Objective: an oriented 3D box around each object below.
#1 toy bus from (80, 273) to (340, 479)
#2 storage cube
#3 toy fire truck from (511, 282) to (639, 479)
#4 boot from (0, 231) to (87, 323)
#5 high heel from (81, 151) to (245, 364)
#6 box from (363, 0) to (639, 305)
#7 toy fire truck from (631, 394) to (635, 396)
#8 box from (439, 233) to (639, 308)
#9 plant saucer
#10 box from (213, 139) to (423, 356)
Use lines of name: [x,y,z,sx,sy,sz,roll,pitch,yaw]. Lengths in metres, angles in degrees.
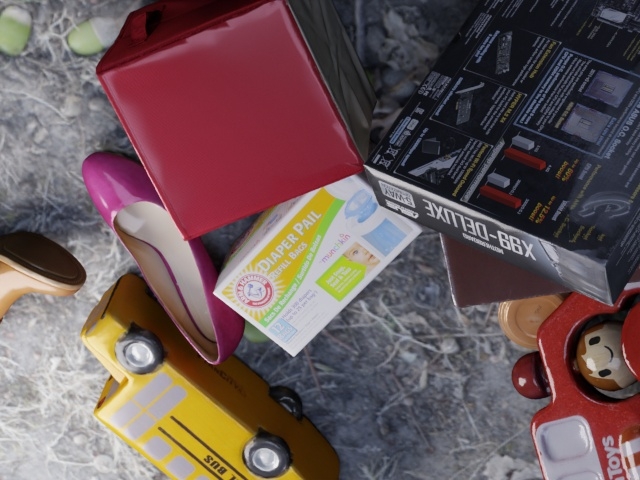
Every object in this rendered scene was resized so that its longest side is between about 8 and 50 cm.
toy bus: [-0.124,0.189,1.856,0.332,0.108,0.130,41,116,-14]
storage cube: [-0.072,-0.144,1.641,0.193,0.184,0.215,-21,111,15]
toy fire truck: [0.321,0.170,1.733,0.254,0.169,0.302,-19,85,28]
boot: [-0.348,0.064,1.844,0.197,0.073,0.152,18,117,12]
high heel: [-0.166,0.019,1.769,0.082,0.117,0.244,-29,110,21]
box: [0.222,-0.122,1.513,0.242,0.307,0.076,24,158,28]
toy fire truck: [0.412,0.185,1.819,0.192,0.047,0.135,13,117,2]
box: [0.216,-0.056,1.656,0.203,0.168,0.167,-9,116,11]
plant saucer: [0.228,0.078,1.808,0.083,0.013,0.083,3,116,5]
box: [0.000,0.000,1.747,0.114,0.103,0.203,38,115,-12]
